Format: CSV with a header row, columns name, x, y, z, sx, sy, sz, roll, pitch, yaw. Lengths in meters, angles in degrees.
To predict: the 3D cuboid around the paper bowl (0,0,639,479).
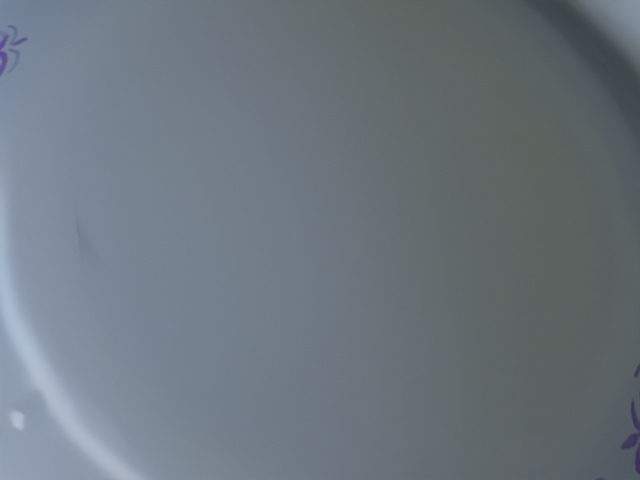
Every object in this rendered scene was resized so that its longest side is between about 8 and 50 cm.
name,x,y,z,sx,sy,sz,roll,pitch,yaw
paper bowl,0.000,0.000,0.502,0.148,0.284,0.284,-58,130,-60
